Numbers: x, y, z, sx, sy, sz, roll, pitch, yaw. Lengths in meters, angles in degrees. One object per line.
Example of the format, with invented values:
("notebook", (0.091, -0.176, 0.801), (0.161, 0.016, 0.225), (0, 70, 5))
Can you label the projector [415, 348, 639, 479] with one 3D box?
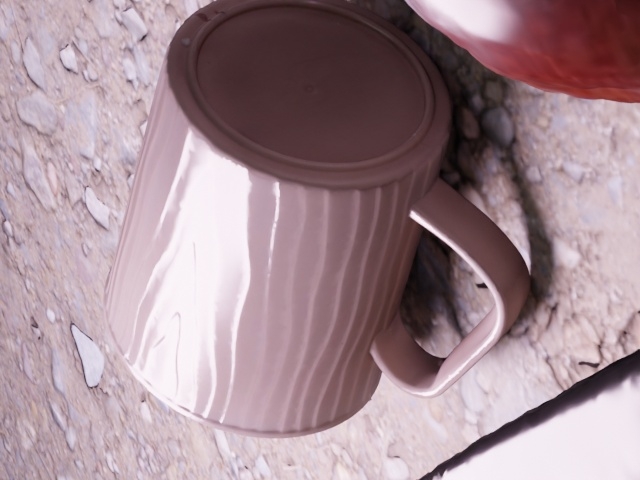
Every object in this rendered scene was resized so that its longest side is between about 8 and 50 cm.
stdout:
("projector", (0.271, 0.217, 0.890), (0.395, 0.242, 0.405), (66, 150, 11))

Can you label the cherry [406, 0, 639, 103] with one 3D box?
("cherry", (0.147, -0.241, 0.816), (0.335, 0.291, 0.326), (-59, 43, 31))

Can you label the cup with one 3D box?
("cup", (-0.016, 0.004, 1.287), (0.288, 0.208, 0.273), (53, 145, 31))
